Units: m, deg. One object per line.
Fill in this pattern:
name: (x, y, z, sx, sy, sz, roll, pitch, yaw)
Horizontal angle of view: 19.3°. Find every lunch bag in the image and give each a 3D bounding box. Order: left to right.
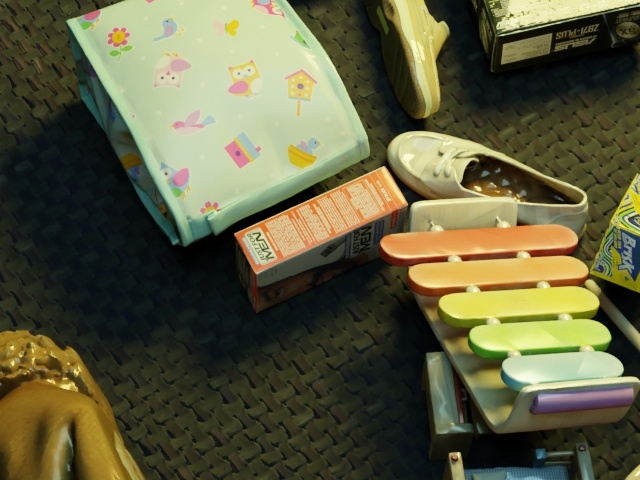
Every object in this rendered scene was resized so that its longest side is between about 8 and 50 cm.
lunch bag: (-0.101, -0.131, 1.887, 0.223, 0.160, 0.262, -25, 61, -15)

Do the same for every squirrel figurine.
squirrel figurine: (-0.335, 0.270, 1.655, 0.370, 0.281, 0.397, -28, 53, -4)

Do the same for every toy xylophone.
toy xylophone: (0.205, 0.071, 1.772, 0.236, 0.081, 0.323, -8, 37, -25)

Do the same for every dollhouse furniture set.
dollhouse furniture set: (0.172, 0.187, 1.751, 0.129, 0.129, 0.184, -4, 64, -4)

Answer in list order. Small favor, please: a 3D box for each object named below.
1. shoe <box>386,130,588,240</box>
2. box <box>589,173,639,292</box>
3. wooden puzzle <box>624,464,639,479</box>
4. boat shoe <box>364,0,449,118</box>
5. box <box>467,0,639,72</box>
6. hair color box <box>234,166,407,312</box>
shoe: (0.172, -0.064, 1.916, 0.219, 0.058, 0.076, 23, 65, 9)
box: (0.311, -0.009, 1.842, 0.054, 0.059, 0.169, 23, 23, 9)
wooden puzzle: (0.447, 0.282, 1.692, 0.322, 0.080, 0.348, 46, 40, 15)
boat shoe: (0.104, -0.214, 1.989, 0.072, 0.068, 0.190, -6, 63, -19)
box: (0.248, -0.273, 1.992, 0.180, 0.077, 0.147, -13, 64, -5)
hair color box: (0.000, 0.000, 1.859, 0.167, 0.093, 0.053, -24, 66, -13)
